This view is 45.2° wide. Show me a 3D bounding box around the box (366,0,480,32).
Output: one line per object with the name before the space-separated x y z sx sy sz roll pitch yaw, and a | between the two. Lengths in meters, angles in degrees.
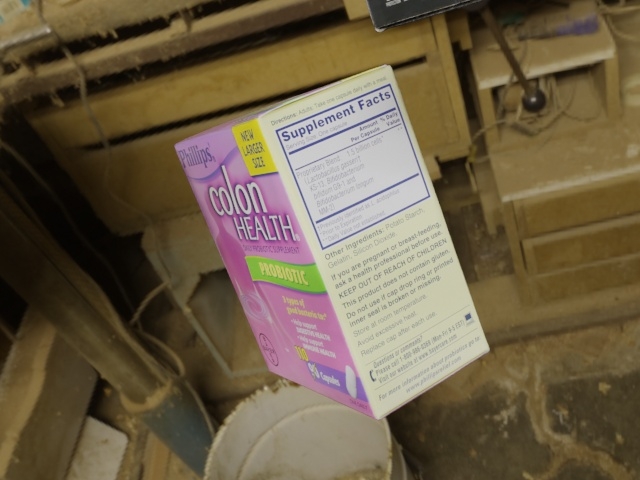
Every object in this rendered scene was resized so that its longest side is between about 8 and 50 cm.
box | 0.120 -0.162 0.328 0.180 0.077 0.147 -6 20 39

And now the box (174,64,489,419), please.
box | 0.000 0.000 0.656 0.117 0.243 0.213 -26 12 -23
